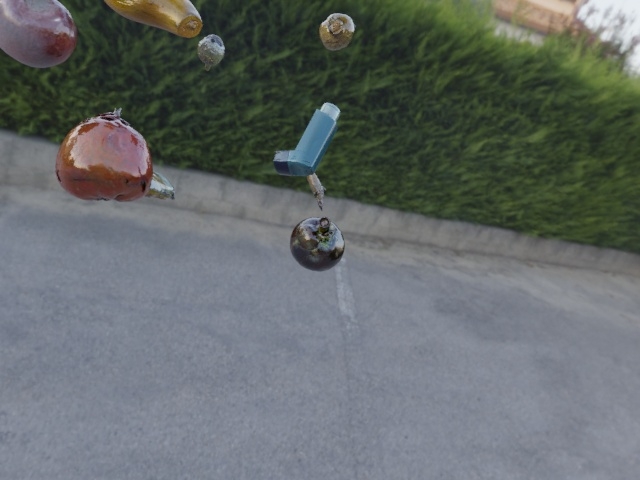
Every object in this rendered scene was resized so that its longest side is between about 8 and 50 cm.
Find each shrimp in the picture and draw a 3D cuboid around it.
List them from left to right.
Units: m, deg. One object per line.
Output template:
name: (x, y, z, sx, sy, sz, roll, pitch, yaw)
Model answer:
shrimp: (-0.006, -0.245, 2.473, 0.117, 0.066, 0.262, 47, 21, -60)

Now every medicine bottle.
medicine bottle: (-0.033, -0.299, 1.515, 0.124, 0.258, 0.079, 20, -20, 24)

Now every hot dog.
hot dog: (-0.661, -0.222, 1.931, 0.163, 0.082, 0.270, 49, 8, 16)

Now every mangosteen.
mangosteen: (0.000, 0.000, 2.037, 0.231, 0.289, 0.232, 8, 65, -18)

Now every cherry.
cherry: (-0.834, -0.600, 1.455, 0.239, 0.239, 0.206, 15, 45, -14)

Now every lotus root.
lotus root: (0.072, -0.891, 2.162, 0.140, 0.154, 0.257, 55, 12, -15)

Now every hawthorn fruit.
hawthorn fruit: (-0.639, -0.262, 1.515, 0.275, 0.308, 0.276, 0, -13, 0)

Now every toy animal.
toy animal: (-0.388, -0.671, 1.800, 0.098, 0.098, 0.137, 16, -15, -9)

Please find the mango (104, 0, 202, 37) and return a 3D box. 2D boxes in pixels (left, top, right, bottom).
mango: (-0.553, -0.776, 1.651, 0.359, 0.144, 0.187, 22, 41, -9)
